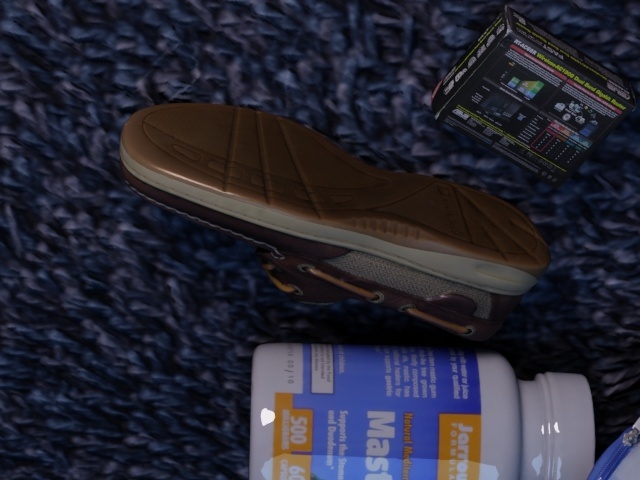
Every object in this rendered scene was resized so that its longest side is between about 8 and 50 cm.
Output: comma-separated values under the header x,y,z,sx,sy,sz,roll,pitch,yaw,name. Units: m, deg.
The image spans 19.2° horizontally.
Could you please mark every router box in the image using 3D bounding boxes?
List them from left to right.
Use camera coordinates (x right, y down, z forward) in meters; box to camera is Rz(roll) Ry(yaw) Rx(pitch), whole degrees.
x,y,z,sx,sy,sz,roll,pitch,yaw,name
0.156,-0.104,1.392,0.122,0.038,0.092,29,122,-22,router box

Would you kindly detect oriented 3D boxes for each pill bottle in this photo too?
x,y,z,sx,sy,sz,roll,pitch,yaw,name
0.078,0.160,1.523,0.272,0.152,0.152,1,128,-2,pill bottle

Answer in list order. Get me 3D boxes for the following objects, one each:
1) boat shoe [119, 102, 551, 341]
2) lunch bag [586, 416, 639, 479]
x,y,z,sx,sy,sz,roll,pitch,yaw,name
0.000,0.000,1.423,0.342,0.123,0.123,15,125,-20,boat shoe
0.295,0.245,1.541,0.115,0.243,0.303,28,140,33,lunch bag
